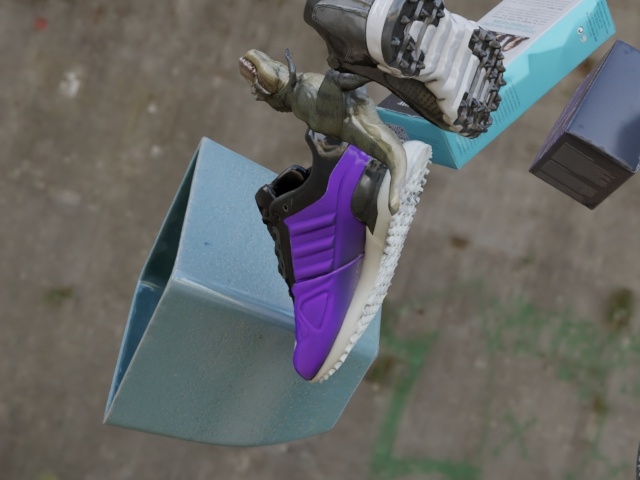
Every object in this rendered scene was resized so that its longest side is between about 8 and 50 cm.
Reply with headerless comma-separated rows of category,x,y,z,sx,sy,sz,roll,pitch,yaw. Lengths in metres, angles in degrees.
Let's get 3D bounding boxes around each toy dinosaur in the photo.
toy dinosaur,0.022,-0.125,1.398,0.064,0.118,0.268,8,20,-32

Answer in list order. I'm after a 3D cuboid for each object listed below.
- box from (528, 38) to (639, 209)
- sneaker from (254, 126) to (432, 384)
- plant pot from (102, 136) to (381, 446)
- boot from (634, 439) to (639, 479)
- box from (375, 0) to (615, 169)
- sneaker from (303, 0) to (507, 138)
box,0.377,-0.150,2.287,0.108,0.153,0.207,31,-16,1
sneaker,0.000,-0.001,1.677,0.146,0.293,0.102,25,34,10
plant pot,-0.070,0.085,1.924,0.252,0.247,0.248,20,39,-11
boot,0.331,0.262,1.627,0.085,0.236,0.178,15,-32,17
box,0.178,-0.172,1.733,0.100,0.244,0.060,19,-37,50
sneaker,0.061,-0.140,1.265,0.106,0.078,0.234,21,-4,28
